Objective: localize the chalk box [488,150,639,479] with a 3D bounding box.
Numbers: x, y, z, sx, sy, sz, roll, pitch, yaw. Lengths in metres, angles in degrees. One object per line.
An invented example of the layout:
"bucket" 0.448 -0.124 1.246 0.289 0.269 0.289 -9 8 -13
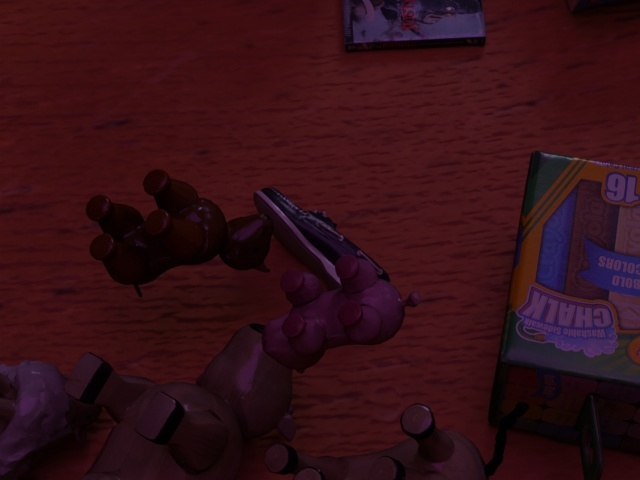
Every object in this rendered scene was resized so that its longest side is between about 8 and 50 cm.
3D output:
"chalk box" 0.190 0.067 0.928 0.132 0.132 0.213 11 63 7

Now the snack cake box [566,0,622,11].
"snack cake box" 0.258 -0.342 1.119 0.152 0.089 0.264 -11 78 -1

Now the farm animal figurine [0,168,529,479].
"farm animal figurine" -0.067 0.134 0.886 0.327 0.172 0.330 -45 54 1

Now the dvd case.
"dvd case" 0.078 -0.202 1.137 0.119 0.013 0.087 -3 63 2

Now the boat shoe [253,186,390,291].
"boat shoe" 0.000 0.000 1.018 0.038 0.046 0.125 -41 71 -17
